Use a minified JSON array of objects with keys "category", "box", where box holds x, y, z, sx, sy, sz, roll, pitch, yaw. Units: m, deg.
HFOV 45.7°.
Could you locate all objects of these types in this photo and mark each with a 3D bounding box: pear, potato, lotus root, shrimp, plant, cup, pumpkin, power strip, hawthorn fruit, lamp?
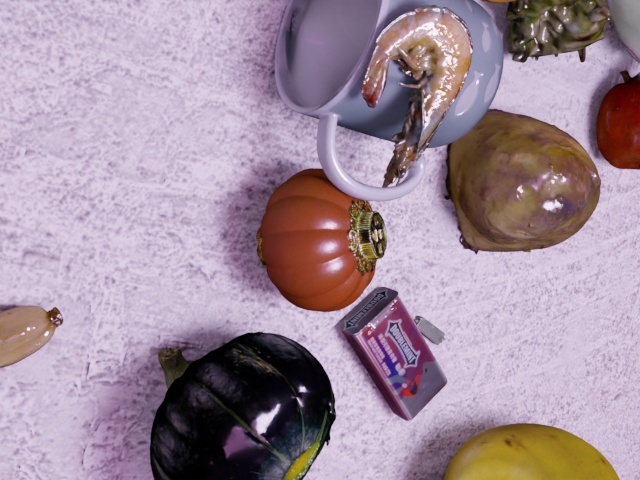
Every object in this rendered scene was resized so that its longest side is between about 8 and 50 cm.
[{"category":"pear","box":[0.386,0.520,1.393,0.362,0.362,0.418,-54,139,-12]},{"category":"potato","box":[0.389,-0.093,1.357,0.288,0.237,0.301,-29,112,-24]},{"category":"lotus root","box":[-0.421,0.131,1.018,0.150,0.062,0.073,-24,133,-24]},{"category":"shrimp","box":[0.114,-0.189,1.014,0.143,0.052,0.251,12,105,-24]},{"category":"plant","box":[0.434,-0.484,1.370,0.180,0.251,0.334,9,71,6]},{"category":"cup","box":[0.108,-0.231,1.143,0.274,0.259,0.357,12,81,-34]},{"category":"pumpkin","box":[-0.135,0.267,1.131,0.295,0.295,0.296,-6,101,-30]},{"category":"power strip","box":[0.201,0.166,1.418,0.083,0.017,0.027,39,78,-30]},{"category":"hawthorn fruit","box":[0.637,-0.245,1.523,0.185,0.185,0.202,-16,89,-28]},{"category":"lamp","box":[0.000,0.000,1.169,0.223,0.196,0.223,20,67,-62]}]

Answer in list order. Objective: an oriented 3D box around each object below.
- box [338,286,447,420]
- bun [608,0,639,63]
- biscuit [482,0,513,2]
[{"category":"box","box":[0.134,0.204,1.355,0.120,0.069,0.224,-42,117,-19]},{"category":"bun","box":[0.695,-0.437,1.503,0.293,0.187,0.293,1,69,-3]},{"category":"biscuit","box":[0.223,-0.496,1.207,0.296,0.102,0.296,20,48,-24]}]
